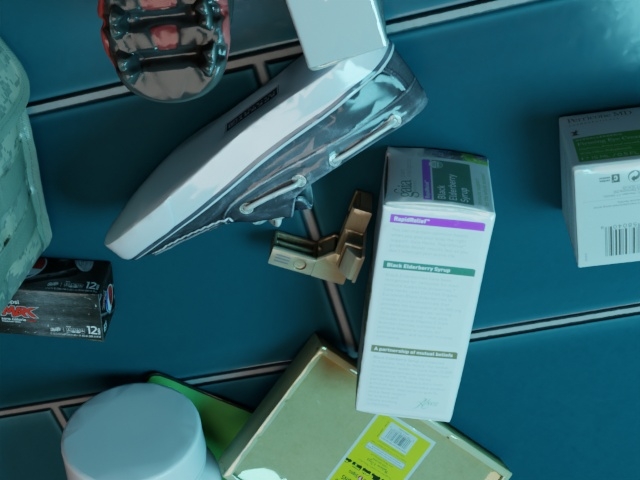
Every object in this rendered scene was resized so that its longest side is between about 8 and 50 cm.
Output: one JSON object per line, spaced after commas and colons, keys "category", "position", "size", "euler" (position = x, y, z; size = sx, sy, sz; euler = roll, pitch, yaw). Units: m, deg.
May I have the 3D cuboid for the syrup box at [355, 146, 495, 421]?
{"category": "syrup box", "position": [0.089, 0.043, 0.889], "size": [0.096, 0.093, 0.237], "euler": [7, 125, 0]}

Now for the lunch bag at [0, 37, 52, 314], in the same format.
{"category": "lunch bag", "position": [-0.332, -0.051, 0.766], "size": [0.168, 0.235, 0.287], "euler": [6, 126, 7]}

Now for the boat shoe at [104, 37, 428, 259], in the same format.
{"category": "boat shoe", "position": [-0.048, -0.059, 0.827], "size": [0.301, 0.108, 0.102], "euler": [-36, 114, 17]}

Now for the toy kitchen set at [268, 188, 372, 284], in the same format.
{"category": "toy kitchen set", "position": [0.000, 0.000, 0.881], "size": [0.075, 0.068, 0.083], "euler": [16, 124, -7]}

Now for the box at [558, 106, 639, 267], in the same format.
{"category": "box", "position": [0.254, -0.046, 0.819], "size": [0.101, 0.087, 0.102], "euler": [-7, 124, 9]}

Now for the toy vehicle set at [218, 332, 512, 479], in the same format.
{"category": "toy vehicle set", "position": [0.049, 0.233, 1.021], "size": [0.267, 0.035, 0.166], "euler": [36, 95, -20]}

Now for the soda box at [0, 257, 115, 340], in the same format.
{"category": "soda box", "position": [-0.285, 0.052, 0.946], "size": [0.168, 0.053, 0.060], "euler": [4, 125, 1]}

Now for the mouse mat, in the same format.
{"category": "mouse mat", "position": [-0.127, 0.223, 1.084], "size": [0.189, 0.007, 0.153], "euler": [25, 123, -13]}

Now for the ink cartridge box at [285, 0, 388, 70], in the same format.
{"category": "ink cartridge box", "position": [-0.001, -0.214, 0.705], "size": [0.063, 0.109, 0.151], "euler": [-14, 123, 10]}

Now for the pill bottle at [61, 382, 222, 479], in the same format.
{"category": "pill bottle", "position": [-0.177, 0.299, 1.038], "size": [0.161, 0.161, 0.283], "euler": [0, 126, 4]}

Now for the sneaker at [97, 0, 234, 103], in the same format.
{"category": "sneaker", "position": [-0.111, -0.242, 0.688], "size": [0.097, 0.135, 0.276], "euler": [-2, 114, 0]}
